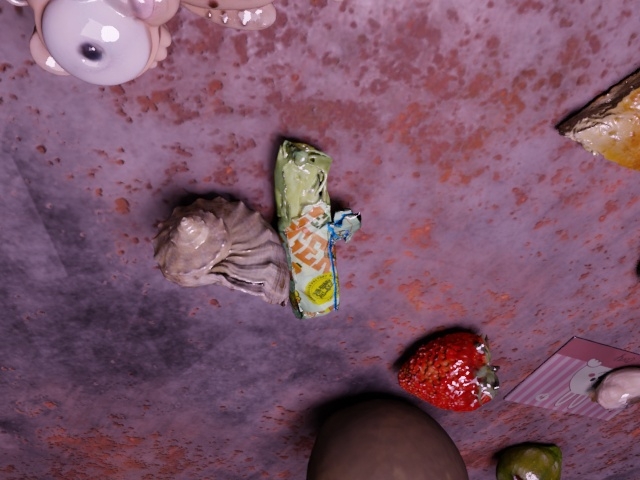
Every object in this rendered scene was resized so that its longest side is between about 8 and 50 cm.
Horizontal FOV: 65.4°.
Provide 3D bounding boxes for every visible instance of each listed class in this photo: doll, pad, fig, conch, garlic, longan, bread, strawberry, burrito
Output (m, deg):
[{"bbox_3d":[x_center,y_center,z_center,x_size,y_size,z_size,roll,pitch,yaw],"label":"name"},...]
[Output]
[{"bbox_3d":[-0.113,-0.219,0.391,0.278,0.119,0.154,-17,142,3],"label":"doll"},{"bbox_3d":[0.532,0.279,0.974,0.300,0.005,0.202,17,125,-22],"label":"pad"},{"bbox_3d":[0.466,0.493,1.091,0.156,0.123,0.123,-36,138,-30],"label":"fig"},{"bbox_3d":[-0.102,0.031,0.585,0.130,0.155,0.207,-34,147,-4],"label":"conch"},{"bbox_3d":[0.584,0.273,0.938,0.152,0.066,0.084,-27,155,18],"label":"garlic"},{"bbox_3d":[0.124,0.424,0.865,0.288,0.288,0.350,-28,137,14],"label":"longan"},{"bbox_3d":[0.373,-0.126,0.585,0.154,0.054,0.136,-31,130,20],"label":"bread"},{"bbox_3d":[0.210,0.214,0.806,0.131,0.131,0.148,34,147,-30],"label":"strawberry"},{"bbox_3d":[0.000,0.000,0.628,0.104,0.054,0.288,-8,130,-3],"label":"burrito"}]
